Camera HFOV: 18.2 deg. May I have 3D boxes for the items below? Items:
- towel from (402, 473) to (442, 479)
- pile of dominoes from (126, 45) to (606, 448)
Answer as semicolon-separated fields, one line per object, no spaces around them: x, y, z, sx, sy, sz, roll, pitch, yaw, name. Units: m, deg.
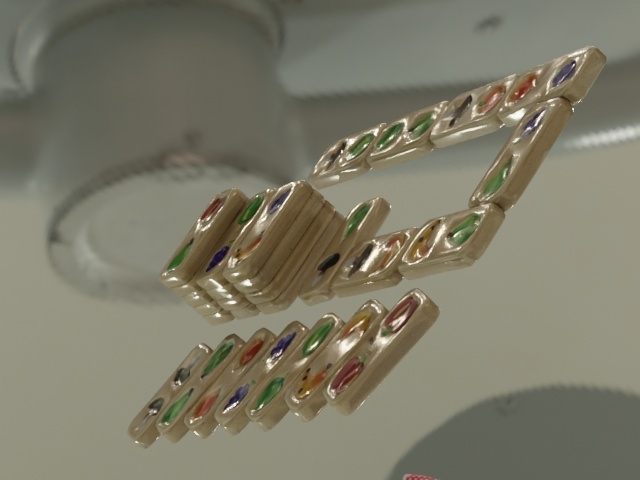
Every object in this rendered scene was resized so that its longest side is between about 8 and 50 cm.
0.112;0.131;0.663;0.197;0.144;0.029;9;-118;7;towel
0.000;0.000;0.902;0.040;0.251;0.196;42;-115;-17;pile of dominoes
